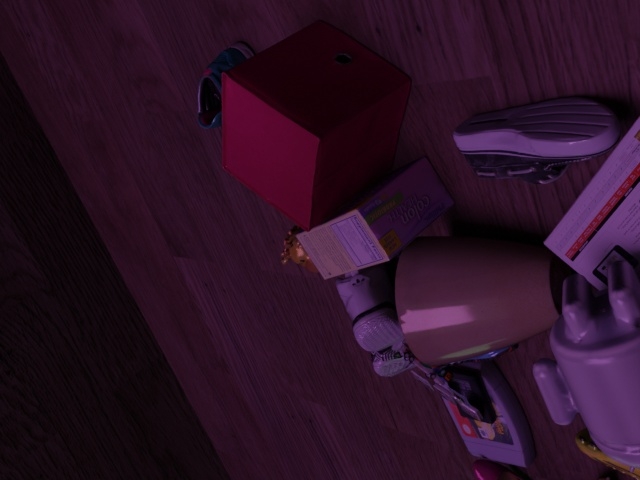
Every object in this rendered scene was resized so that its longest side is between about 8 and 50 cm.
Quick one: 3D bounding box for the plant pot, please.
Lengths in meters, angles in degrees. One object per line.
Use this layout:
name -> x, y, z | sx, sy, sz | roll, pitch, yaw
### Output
plant pot -> 0.323, 0.101, 1.561 | 0.274, 0.256, 0.256 | -9, 115, 35

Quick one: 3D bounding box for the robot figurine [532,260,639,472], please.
robot figurine -> 0.492, 0.210, 1.304 | 0.300, 0.200, 0.353 | -18, 110, 28

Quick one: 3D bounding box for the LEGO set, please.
LEGO set -> 0.265, 0.296, 1.805 | 0.182, 0.060, 0.244 | 30, 167, 31

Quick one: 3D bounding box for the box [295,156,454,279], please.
box -> 0.107, -0.042, 1.692 | 0.117, 0.213, 0.243 | 57, 148, -8

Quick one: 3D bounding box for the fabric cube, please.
fabric cube -> -0.017, -0.228, 1.628 | 0.254, 0.258, 0.259 | 39, 145, 23

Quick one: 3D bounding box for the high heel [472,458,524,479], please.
high heel -> 0.472, 0.593, 1.950 | 0.244, 0.082, 0.117 | 42, 157, -1

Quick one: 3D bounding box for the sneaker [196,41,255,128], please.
sneaker -> -0.178, -0.275, 1.862 | 0.124, 0.178, 0.295 | -6, 117, 54

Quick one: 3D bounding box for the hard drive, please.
hard drive -> 0.334, 0.347, 1.869 | 0.094, 0.022, 0.135 | 4, 124, 50

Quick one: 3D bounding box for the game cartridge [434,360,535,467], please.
game cartridge -> 0.380, 0.394, 1.926 | 0.196, 0.060, 0.294 | -8, 115, 50

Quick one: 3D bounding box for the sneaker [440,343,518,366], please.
sneaker -> 0.317, 0.195, 1.795 | 0.262, 0.104, 0.125 | -22, 84, 55

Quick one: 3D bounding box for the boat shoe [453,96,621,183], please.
boat shoe -> 0.363, -0.154, 1.369 | 0.119, 0.121, 0.335 | 57, 160, -22

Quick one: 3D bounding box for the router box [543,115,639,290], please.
router box -> 0.547, -0.008, 1.285 | 0.301, 0.082, 0.335 | 43, 147, 15

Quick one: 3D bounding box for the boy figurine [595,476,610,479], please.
boy figurine -> 0.624, 0.570, 1.750 | 0.285, 0.092, 0.177 | -16, 110, 52

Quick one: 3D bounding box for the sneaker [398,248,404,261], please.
sneaker -> 0.202, 0.108, 1.773 | 0.081, 0.090, 0.232 | -48, 58, 54

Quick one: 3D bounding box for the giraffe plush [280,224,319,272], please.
giraffe plush -> 0.000, 0.000, 1.911 | 0.210, 0.170, 0.181 | 31, 143, 30

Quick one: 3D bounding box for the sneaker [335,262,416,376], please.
sneaker -> 0.144, 0.175, 1.932 | 0.366, 0.137, 0.210 | 54, -165, -59

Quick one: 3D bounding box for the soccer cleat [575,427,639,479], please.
soccer cleat -> 0.626, 0.438, 1.610 | 0.289, 0.093, 0.121 | 8, 125, 47
